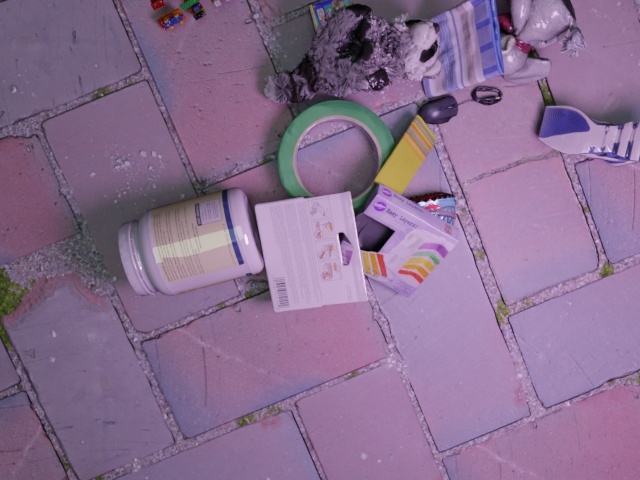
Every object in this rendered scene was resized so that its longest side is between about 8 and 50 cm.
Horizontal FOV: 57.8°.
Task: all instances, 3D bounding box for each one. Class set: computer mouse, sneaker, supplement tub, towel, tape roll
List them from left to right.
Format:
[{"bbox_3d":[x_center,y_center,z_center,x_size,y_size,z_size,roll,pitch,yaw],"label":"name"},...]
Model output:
[{"bbox_3d":[-0.330,0.010,1.512,0.325,0.235,0.235,-15,96,-1],"label":"supplement tub"},{"bbox_3d":[0.044,-0.217,1.586,0.322,0.077,0.320,0,95,-3],"label":"tape roll"},{"bbox_3d":[0.229,-0.220,1.563,0.102,0.021,0.237,44,70,-30],"label":"towel"},{"bbox_3d":[0.250,-0.053,1.598,0.262,0.104,0.125,-9,101,1],"label":"sneaker"},{"bbox_3d":[0.346,-0.492,1.481,0.034,0.285,0.209,-14,98,-27],"label":"towel"},{"bbox_3d":[0.390,-0.377,1.604,0.242,0.041,0.071,-17,95,-1],"label":"computer mouse"},{"bbox_3d":[0.765,-0.267,1.592,0.316,0.182,0.127,18,93,25],"label":"sneaker"}]

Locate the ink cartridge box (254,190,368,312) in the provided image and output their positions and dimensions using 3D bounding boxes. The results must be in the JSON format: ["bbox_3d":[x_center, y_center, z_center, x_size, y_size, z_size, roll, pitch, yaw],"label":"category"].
[{"bbox_3d":[-0.020,0.029,1.531,0.261,0.066,0.296,-8,98,13],"label":"ink cartridge box"}]

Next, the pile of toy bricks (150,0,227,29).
[{"bbox_3d":[-0.349,-0.656,1.525,0.212,0.118,0.105,-23,57,10],"label":"pile of toy bricks"}]

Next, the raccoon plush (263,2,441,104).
[{"bbox_3d":[0.097,-0.480,1.514,0.447,0.299,0.215,6,106,41],"label":"raccoon plush"}]

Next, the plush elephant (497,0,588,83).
[{"bbox_3d":[0.517,-0.546,1.509,0.256,0.272,0.329,-29,59,35],"label":"plush elephant"}]

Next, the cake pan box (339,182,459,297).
[{"bbox_3d":[0.194,0.003,1.554,0.267,0.070,0.245,30,124,-9],"label":"cake pan box"}]

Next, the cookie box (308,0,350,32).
[{"bbox_3d":[0.031,-0.600,1.566,0.107,0.040,0.091,-15,97,0],"label":"cookie box"}]
